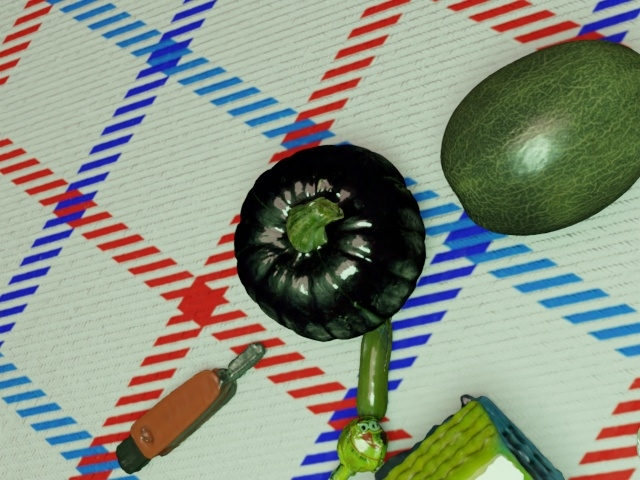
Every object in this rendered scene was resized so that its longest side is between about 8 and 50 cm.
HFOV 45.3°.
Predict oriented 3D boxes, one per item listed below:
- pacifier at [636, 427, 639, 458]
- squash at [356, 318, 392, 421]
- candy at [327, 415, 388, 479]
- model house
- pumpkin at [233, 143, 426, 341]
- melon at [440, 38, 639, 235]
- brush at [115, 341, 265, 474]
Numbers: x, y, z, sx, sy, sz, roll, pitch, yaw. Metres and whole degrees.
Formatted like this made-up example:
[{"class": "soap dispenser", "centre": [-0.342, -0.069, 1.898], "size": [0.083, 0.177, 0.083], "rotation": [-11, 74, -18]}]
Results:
[{"class": "pacifier", "centre": [0.448, 0.279, 1.010], "size": [0.068, 0.064, 0.083], "rotation": [-33, 70, 30]}, {"class": "squash", "centre": [0.084, 0.190, 1.167], "size": [0.052, 0.052, 0.183], "rotation": [4, 79, 20]}, {"class": "candy", "centre": [0.016, 0.367, 1.139], "size": [0.073, 0.077, 0.262], "rotation": [30, 108, -6]}, {"class": "model house", "centre": [0.180, 0.348, 0.976], "size": [0.237, 0.303, 0.215], "rotation": [-44, 76, 7]}, {"class": "pumpkin", "centre": [0.000, 0.000, 1.111], "size": [0.296, 0.296, 0.295], "rotation": [-4, 79, 19]}, {"class": "melon", "centre": [0.315, -0.138, 1.042], "size": [0.302, 0.237, 0.237], "rotation": [-31, 71, 11]}, {"class": "brush", "centre": [-0.216, 0.270, 1.256], "size": [0.323, 0.051, 0.070], "rotation": [-41, 67, 8]}]
